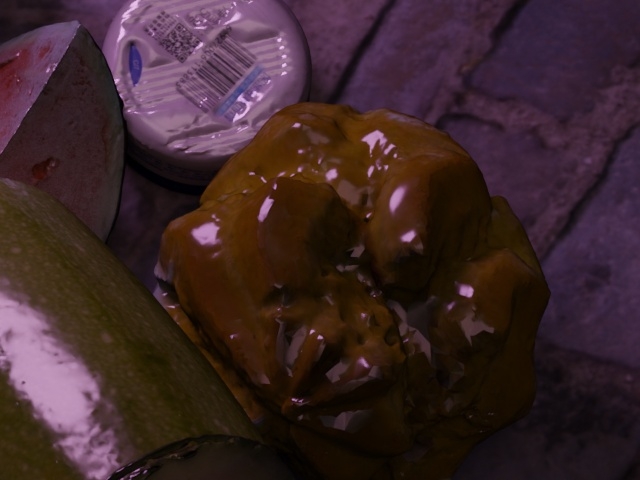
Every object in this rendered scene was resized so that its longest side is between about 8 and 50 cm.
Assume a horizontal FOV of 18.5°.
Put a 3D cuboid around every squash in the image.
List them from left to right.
[{"bbox_3d":[-0.211,0.153,1.584,0.263,0.263,0.384,-33,49,-14],"label":"squash"}]

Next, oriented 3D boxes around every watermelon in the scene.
[{"bbox_3d":[-0.293,-0.056,1.803,0.224,0.180,0.305,30,80,1],"label":"watermelon"}]

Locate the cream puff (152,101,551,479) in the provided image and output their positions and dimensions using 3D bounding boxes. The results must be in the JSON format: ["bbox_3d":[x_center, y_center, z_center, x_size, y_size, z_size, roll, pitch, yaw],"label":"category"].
[{"bbox_3d":[0.024,0.069,1.724,0.378,0.275,0.378,0,93,-2],"label":"cream puff"}]

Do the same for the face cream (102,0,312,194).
[{"bbox_3d":[-0.111,-0.155,1.892,0.206,0.111,0.206,1,74,-4],"label":"face cream"}]
